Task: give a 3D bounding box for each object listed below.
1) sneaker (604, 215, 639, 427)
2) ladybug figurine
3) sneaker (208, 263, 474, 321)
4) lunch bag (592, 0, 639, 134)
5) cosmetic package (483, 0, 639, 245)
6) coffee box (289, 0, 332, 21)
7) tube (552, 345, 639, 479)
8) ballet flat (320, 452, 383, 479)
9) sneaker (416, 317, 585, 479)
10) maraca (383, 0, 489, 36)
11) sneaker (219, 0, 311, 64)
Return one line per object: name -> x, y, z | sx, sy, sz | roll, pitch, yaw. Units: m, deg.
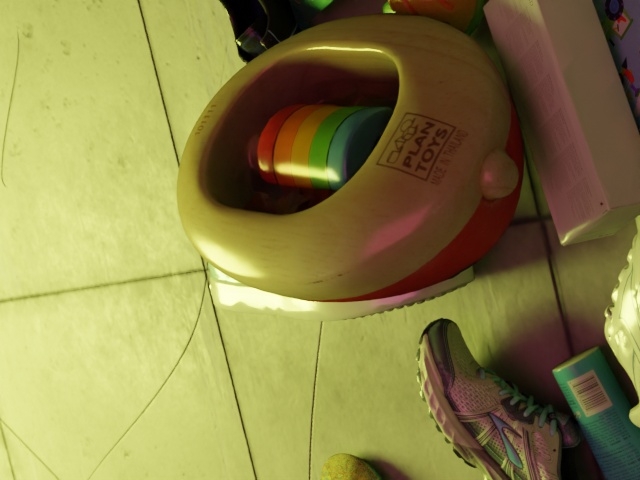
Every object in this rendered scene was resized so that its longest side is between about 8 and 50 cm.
sneaker -> 0.316, 0.058, 1.471 | 0.129, 0.111, 0.297 | 0, 101, 47
ladybug figurine -> 0.037, -0.066, 1.524 | 0.449, 0.162, 0.305 | 16, 72, 54
sneaker -> 0.000, 0.000, 1.711 | 0.366, 0.135, 0.150 | -2, 104, 41
lunch bag -> 0.306, -0.215, 1.394 | 0.293, 0.138, 0.221 | 51, 134, 30
cosmetic package -> 0.221, -0.126, 1.399 | 0.099, 0.060, 0.239 | 129, 127, -67
coffee box -> -0.009, -0.299, 1.619 | 0.113, 0.040, 0.184 | 46, 161, -5
tube -> 0.300, 0.208, 1.569 | 0.080, 0.052, 0.207 | -28, 89, 47
ballet flat -> 0.065, 0.414, 1.790 | 0.123, 0.123, 0.349 | -25, 86, 43
sneaker -> 0.206, 0.194, 1.628 | 0.122, 0.110, 0.283 | -34, 82, 24
maraca -> 0.112, -0.245, 1.567 | 0.127, 0.099, 0.186 | 52, 148, 25
sneaker -> -0.036, -0.189, 1.715 | 0.081, 0.090, 0.232 | -41, 75, 41
